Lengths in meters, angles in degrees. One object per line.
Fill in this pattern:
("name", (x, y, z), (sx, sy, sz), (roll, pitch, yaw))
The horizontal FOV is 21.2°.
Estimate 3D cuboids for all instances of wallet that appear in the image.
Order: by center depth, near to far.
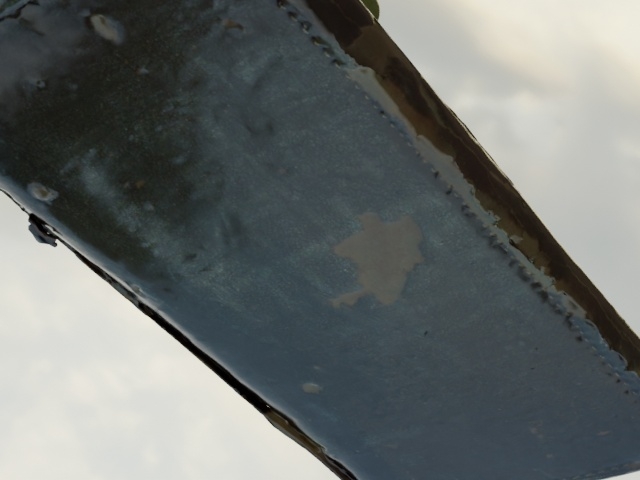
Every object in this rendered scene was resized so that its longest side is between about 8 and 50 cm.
("wallet", (0.000, 0.000, 0.462), (0.232, 0.122, 0.031), (45, -138, -32))

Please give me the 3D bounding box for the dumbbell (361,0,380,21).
("dumbbell", (0.015, -0.025, 0.742), (0.302, 0.121, 0.108), (55, -135, -37))
